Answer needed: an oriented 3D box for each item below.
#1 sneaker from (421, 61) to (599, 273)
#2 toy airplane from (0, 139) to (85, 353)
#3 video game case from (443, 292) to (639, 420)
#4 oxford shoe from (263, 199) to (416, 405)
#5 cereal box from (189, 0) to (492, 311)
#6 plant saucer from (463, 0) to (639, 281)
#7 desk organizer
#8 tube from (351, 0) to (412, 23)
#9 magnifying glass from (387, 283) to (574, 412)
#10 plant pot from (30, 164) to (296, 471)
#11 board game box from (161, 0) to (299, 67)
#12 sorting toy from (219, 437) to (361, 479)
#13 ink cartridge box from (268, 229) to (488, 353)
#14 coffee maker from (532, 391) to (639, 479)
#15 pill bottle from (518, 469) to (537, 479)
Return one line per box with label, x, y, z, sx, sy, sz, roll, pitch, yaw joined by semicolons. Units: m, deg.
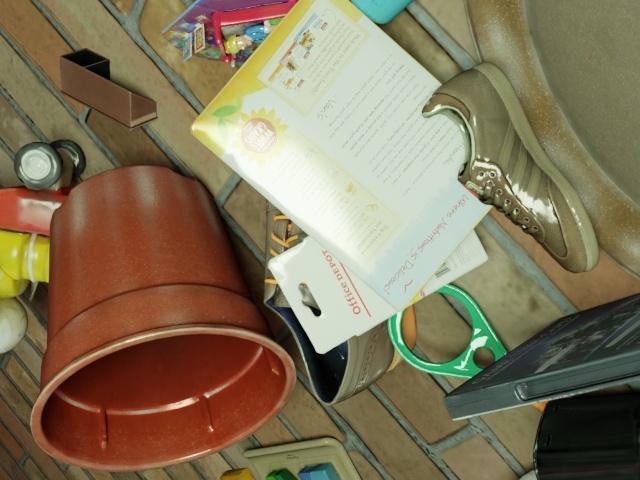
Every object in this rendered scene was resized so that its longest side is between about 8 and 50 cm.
sneaker;0.150;-0.048;0.651;0.188;0.071;0.066;61;177;6
toy airplane;-0.488;0.028;1.088;0.384;0.386;0.272;-2;103;43
video game case;0.247;0.064;0.602;0.274;0.196;0.026;-30;83;48
oxford shoe;0.000;0.000;0.824;0.130;0.133;0.363;-2;115;43
cereal box;0.033;-0.079;0.696;0.240;0.173;0.047;42;180;-5
plant saucer;0.196;-0.104;0.543;0.310;0.050;0.310;59;176;7
desk organizer;-0.263;-0.189;0.997;0.130;0.047;0.050;28;130;25
tube;0.101;-0.257;0.635;0.080;0.052;0.207;44;133;-7
magnifying glass;0.172;0.122;0.809;0.231;0.026;0.092;33;92;12
plant pot;-0.191;0.075;0.913;0.272;0.272;0.265;113;148;-43
board game box;-0.061;-0.191;0.753;0.169;0.133;0.033;-21;72;46
sorting toy;-0.029;0.399;1.181;0.307;0.041;0.229;-25;99;47
ink cartridge box;0.050;0.015;0.758;0.104;0.181;0.061;61;176;-8
coffee maker;0.282;0.172;0.694;0.178;0.120;0.171;-16;89;33
pill bottle;0.270;0.330;0.822;0.108;0.108;0.193;-24;99;47
